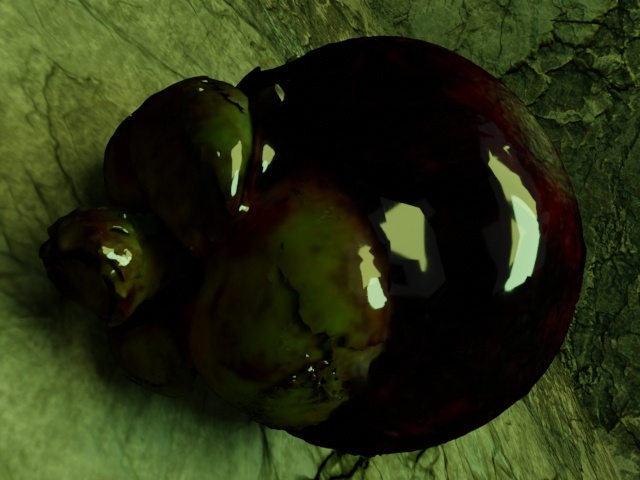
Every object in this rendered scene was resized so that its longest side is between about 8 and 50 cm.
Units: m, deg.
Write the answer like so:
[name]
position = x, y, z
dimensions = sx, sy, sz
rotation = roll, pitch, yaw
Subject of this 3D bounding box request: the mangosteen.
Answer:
[mangosteen]
position = 0.005, 0.008, 0.497
dimensions = 0.381, 0.422, 0.380
rotation = 173, -90, -81
